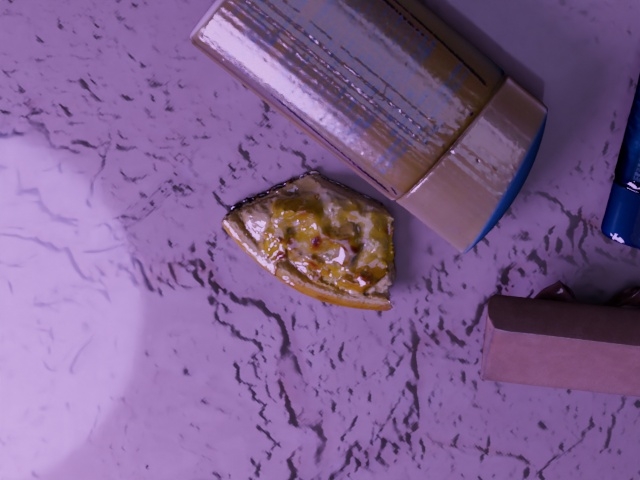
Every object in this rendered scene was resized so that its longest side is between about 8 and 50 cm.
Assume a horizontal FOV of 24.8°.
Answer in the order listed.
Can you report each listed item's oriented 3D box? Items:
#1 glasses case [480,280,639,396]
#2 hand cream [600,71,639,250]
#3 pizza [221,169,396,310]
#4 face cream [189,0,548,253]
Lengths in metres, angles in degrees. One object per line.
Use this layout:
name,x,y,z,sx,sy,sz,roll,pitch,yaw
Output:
glasses case,0.229,0.085,1.211,0.193,0.070,0.102,6,141,2
hand cream,0.296,-0.120,1.118,0.120,0.061,0.271,14,108,-1
pizza,0.000,0.000,1.209,0.160,0.036,0.099,27,113,-5
face cream,0.048,-0.121,1.136,0.285,0.067,0.139,38,112,-9
